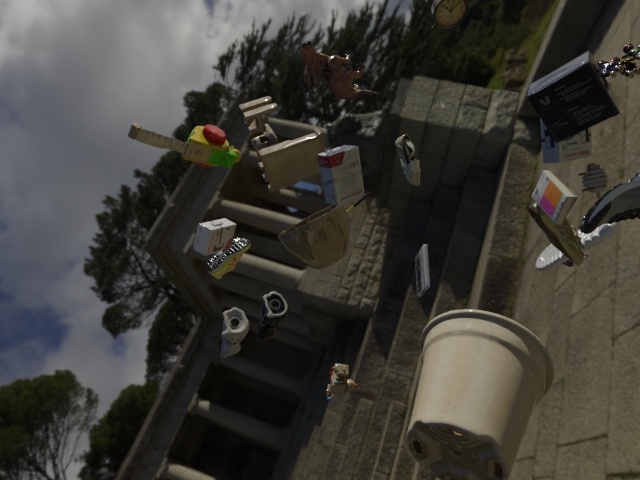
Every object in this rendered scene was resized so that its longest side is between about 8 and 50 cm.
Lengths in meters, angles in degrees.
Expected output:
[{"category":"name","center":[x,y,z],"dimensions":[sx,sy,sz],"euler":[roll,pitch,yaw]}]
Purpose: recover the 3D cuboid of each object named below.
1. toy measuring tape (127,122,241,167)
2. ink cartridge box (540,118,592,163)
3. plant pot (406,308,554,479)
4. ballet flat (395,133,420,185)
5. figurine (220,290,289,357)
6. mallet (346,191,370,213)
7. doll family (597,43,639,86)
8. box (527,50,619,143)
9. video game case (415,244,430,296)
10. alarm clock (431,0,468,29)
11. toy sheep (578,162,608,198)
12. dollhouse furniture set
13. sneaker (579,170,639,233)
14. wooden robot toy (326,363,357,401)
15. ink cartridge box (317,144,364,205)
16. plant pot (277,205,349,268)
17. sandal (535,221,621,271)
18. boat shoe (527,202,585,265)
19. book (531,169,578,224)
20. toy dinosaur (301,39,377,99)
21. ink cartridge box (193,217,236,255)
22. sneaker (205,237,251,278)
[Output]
[{"category":"toy measuring tape","center":[-0.367,-0.278,1.267],"dimensions":[0.330,0.121,0.121],"euler":[10,-83,-41]},{"category":"ink cartridge box","center":[0.890,-0.393,1.665],"dimensions":[0.087,0.153,0.208],"euler":[-149,48,-71]},{"category":"plant pot","center":[0.355,0.390,1.089],"dimensions":[0.305,0.333,0.334],"euler":[-49,-27,-45]},{"category":"ballet flat","center":[0.274,-0.249,1.409],"dimensions":[0.052,0.057,0.168],"euler":[-40,64,54]},{"category":"figurine","center":[-0.213,0.275,1.410],"dimensions":[0.215,0.092,0.209],"euler":[-20,-30,-28]},{"category":"mallet","center":[0.134,-0.139,1.941],"dimensions":[0.189,0.039,0.062],"euler":[-41,-5,34]},{"category":"doll family","center":[0.847,-0.497,1.332],"dimensions":[0.111,0.193,0.076],"euler":[-101,-16,-51]},{"category":"box","center":[0.646,-0.364,1.177],"dimensions":[0.156,0.158,0.093],"euler":[-26,21,42]},{"category":"video game case","center":[0.449,0.136,2.025],"dimensions":[0.173,0.022,0.190],"euler":[94,177,-69]},{"category":"alarm clock","center":[0.486,-0.881,1.708],"dimensions":[0.192,0.129,0.064],"euler":[98,171,-58]},{"category":"toy sheep","center":[0.976,-0.211,1.635],"dimensions":[0.091,0.091,0.132],"euler":[-39,-63,-69]},{"category":"dollhouse furniture set","center":[-0.148,-0.402,1.972],"dimensions":[0.394,0.256,0.362],"euler":[-120,12,-56]},{"category":"sneaker","center":[0.770,-0.090,1.141],"dimensions":[0.271,0.108,0.100],"euler":[-30,-22,-4]},{"category":"wooden robot toy","center":[0.068,0.402,1.320],"dimensions":[0.076,0.079,0.173],"euler":[-90,12,-48]},{"category":"ink cartridge box","center":[0.071,-0.220,1.553],"dimensions":[0.127,0.072,0.175],"euler":[-25,-62,-31]},{"category":"plant pot","center":[0.000,0.000,1.793],"dimensions":[0.191,0.284,0.284],"euler":[63,-157,-7]},{"category":"sandal","center":[1.009,0.043,1.806],"dimensions":[0.169,0.102,0.416],"euler":[-48,-4,-26]},{"category":"boat shoe","center":[0.772,-0.030,1.457],"dimensions":[0.089,0.285,0.104],"euler":[-42,25,11]},{"category":"book","center":[0.673,-0.126,1.336],"dimensions":[0.144,0.035,0.096],"euler":[-101,15,-51]},{"category":"toy dinosaur","center":[0.052,-0.578,1.642],"dimensions":[0.200,0.295,0.127],"euler":[-50,5,-39]},{"category":"ink cartridge box","center":[-0.357,-0.013,1.558],"dimensions":[0.135,0.056,0.099],"euler":[-23,-45,-60]},{"category":"sneaker","center":[-0.358,0.072,1.825],"dimensions":[0.208,0.081,0.094],"euler":[-39,-41,-20]}]
